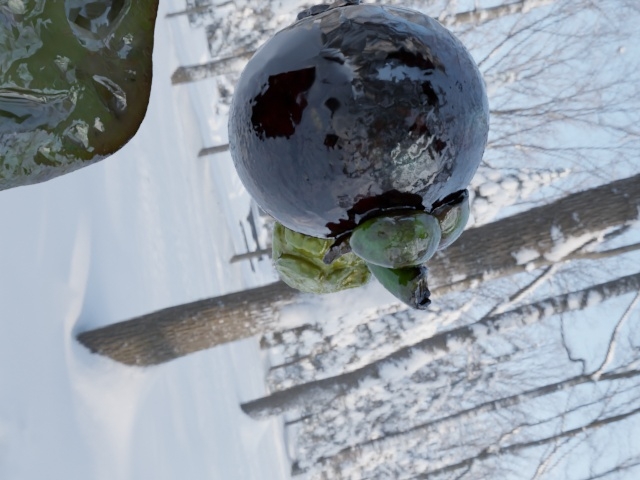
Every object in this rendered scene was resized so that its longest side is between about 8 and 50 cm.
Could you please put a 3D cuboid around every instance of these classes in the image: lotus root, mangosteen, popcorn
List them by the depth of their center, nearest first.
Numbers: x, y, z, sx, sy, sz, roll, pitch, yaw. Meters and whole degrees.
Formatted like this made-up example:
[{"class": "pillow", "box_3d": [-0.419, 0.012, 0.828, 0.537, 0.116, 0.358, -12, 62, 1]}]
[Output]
[{"class": "lotus root", "box_3d": [-0.264, -0.194, 0.485, 0.391, 0.111, 0.375, -64, 159, -13]}, {"class": "mangosteen", "box_3d": [0.048, -0.100, 0.731, 0.306, 0.305, 0.360, -142, -139, -81]}, {"class": "popcorn", "box_3d": [0.001, 0.000, 1.033, 0.187, 0.167, 0.186, -113, -157, -77]}]
